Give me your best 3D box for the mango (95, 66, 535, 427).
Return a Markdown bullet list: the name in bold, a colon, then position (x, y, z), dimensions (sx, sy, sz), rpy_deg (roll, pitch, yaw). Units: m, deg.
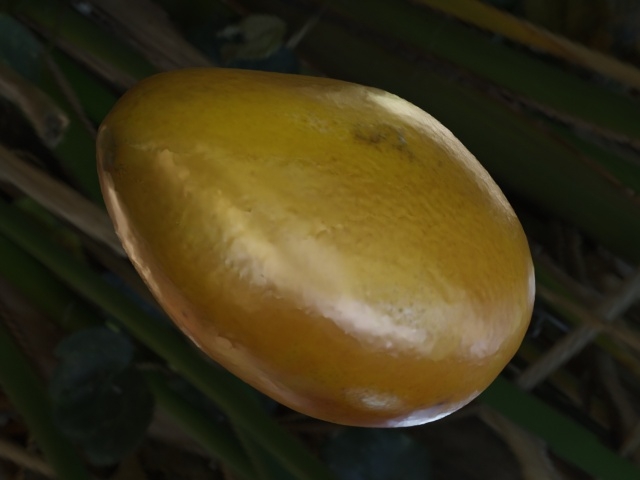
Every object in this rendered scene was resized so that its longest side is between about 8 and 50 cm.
- **mango**: position (0.000, 0.000, 0.510), dimensions (0.112, 0.219, 0.144), rpy_deg (-28, -126, 37)
